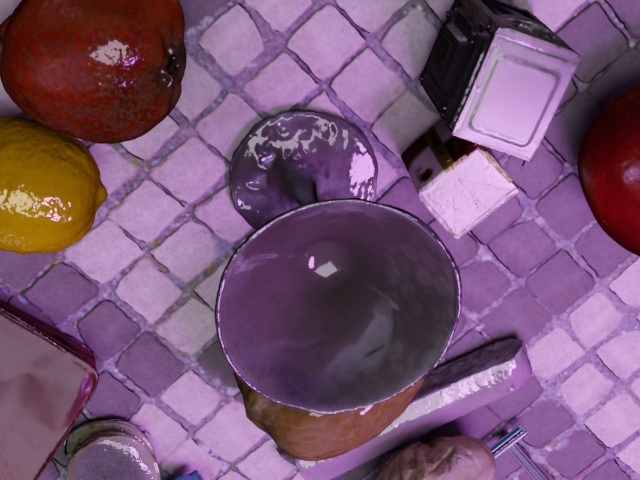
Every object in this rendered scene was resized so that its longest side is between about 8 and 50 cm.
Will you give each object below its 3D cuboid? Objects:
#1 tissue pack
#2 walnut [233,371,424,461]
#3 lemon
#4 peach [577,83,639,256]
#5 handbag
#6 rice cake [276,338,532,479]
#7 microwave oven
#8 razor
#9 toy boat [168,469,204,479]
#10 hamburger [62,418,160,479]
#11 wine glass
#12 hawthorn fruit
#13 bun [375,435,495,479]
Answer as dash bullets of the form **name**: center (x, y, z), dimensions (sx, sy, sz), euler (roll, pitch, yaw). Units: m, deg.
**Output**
- **tissue pack**: center (0.177, -0.089, 1.607), dimensions (0.106, 0.148, 0.099), euler (-39, 112, 10)
- **walnut**: center (0.019, 0.166, 1.663), dimensions (0.283, 0.227, 0.283), euler (-27, 156, -13)
- **lemon**: center (-0.372, -0.069, 1.540), dimensions (0.193, 0.180, 0.180), euler (-10, 117, -28)
- **peach**: center (0.459, -0.095, 1.612), dimensions (0.244, 0.199, 0.243), euler (-3, 106, -11)
- **handbag**: center (-0.471, 0.204, 1.677), dimensions (0.276, 0.084, 0.260), euler (31, 96, -16)
- **rice cake**: center (0.127, 0.255, 1.802), dimensions (0.399, 0.064, 0.070), euler (-26, 120, 5)
- **microwave oven**: center (0.210, -0.211, 1.526), dimensions (0.129, 0.205, 0.163), euler (19, 109, -15)
- **razor**: center (0.330, 0.358, 1.887), dimensions (0.068, 0.037, 0.191), euler (-39, 115, 6)
- **toy boat**: center (-0.239, 0.444, 1.833), dimensions (0.238, 0.109, 0.098), euler (-43, 146, 13)
- **hamburger**: center (-0.301, 0.325, 1.785), dimensions (0.133, 0.062, 0.140), euler (-25, 117, 9)
- **wine glass**: center (0.000, 0.000, 1.486), dimensions (0.267, 0.406, 0.267), euler (-2, 113, -5)
- **hawthorn fruit**: center (-0.293, -0.227, 1.469), dimensions (0.262, 0.210, 0.210), euler (10, 113, 5)
- **bun**: center (0.149, 0.347, 1.785), dimensions (0.127, 0.222, 0.222), euler (45, 104, 12)
